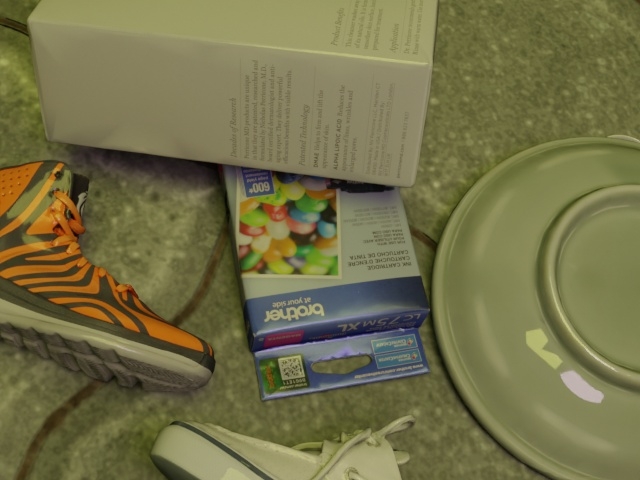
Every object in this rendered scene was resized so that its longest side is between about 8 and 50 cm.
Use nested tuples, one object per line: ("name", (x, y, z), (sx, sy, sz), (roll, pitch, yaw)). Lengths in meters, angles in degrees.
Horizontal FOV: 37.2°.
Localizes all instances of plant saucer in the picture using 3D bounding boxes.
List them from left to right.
("plant saucer", (0.318, 0.057, 0.976), (0.400, 0.100, 0.400), (2, 70, -6))

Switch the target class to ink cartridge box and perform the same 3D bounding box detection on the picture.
("ink cartridge box", (0.000, 0.000, 0.999), (0.186, 0.065, 0.311), (-7, 67, -11))

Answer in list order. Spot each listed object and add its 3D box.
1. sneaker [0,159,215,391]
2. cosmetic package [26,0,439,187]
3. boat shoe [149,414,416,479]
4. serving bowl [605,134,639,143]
("sneaker", (-0.234, 0.022, 0.918), (0.321, 0.124, 0.180), (20, 64, 2))
("cosmetic package", (-0.076, -0.196, 0.976), (0.385, 0.156, 0.217), (8, 44, 6))
("boat shoe", (0.037, 0.225, 0.853), (0.367, 0.136, 0.156), (28, 64, 2))
("serving bowl", (0.350, -0.081, 1.103), (0.083, 0.027, 0.083), (3, 65, -7))
